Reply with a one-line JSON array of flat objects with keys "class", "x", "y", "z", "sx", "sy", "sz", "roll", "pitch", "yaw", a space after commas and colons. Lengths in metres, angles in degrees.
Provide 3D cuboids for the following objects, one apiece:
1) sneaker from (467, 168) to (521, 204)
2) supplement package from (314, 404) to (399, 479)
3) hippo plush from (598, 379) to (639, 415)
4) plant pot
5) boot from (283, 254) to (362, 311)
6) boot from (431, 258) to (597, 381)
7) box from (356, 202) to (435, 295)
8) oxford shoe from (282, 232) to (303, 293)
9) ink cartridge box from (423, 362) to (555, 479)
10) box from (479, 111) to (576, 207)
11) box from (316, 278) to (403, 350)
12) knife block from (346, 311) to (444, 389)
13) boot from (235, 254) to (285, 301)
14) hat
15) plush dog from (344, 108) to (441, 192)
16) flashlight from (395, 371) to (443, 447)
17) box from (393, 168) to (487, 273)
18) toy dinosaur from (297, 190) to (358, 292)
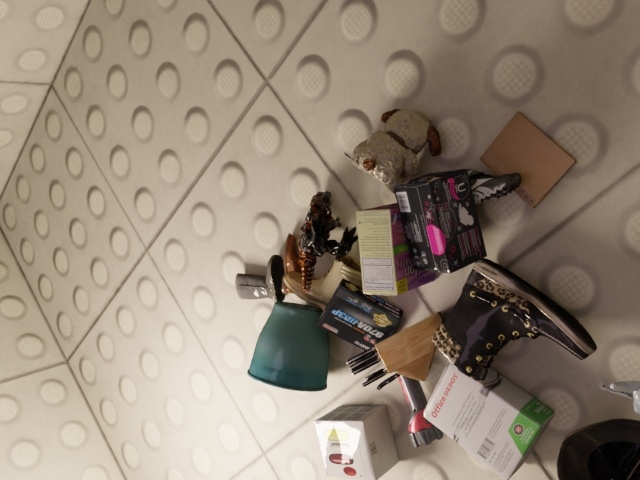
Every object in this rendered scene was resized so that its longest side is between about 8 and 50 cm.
[{"class": "sneaker", "x": 0.429, "y": -0.151, "z": 1.690, "sx": 0.234, "sy": 0.078, "sz": 0.106, "roll": -26, "pitch": 77, "yaw": 51}, {"class": "supplement package", "x": 0.117, "y": 0.654, "z": 2.050, "sx": 0.203, "sy": 0.149, "sz": 0.194, "roll": -13, "pitch": 90, "yaw": 38}, {"class": "hippo plush", "x": 0.823, "y": 0.309, "z": 1.426, "sx": 0.294, "sy": 0.234, "sz": 0.236, "roll": 30, "pitch": 85, "yaw": 15}, {"class": "plant pot", "x": -0.090, "y": 0.342, "z": 2.103, "sx": 0.272, "sy": 0.272, "sz": 0.255, "roll": 10, "pitch": 90, "yaw": 37}, {"class": "boot", "x": 0.018, "y": 0.119, "z": 2.057, "sx": 0.262, "sy": 0.095, "sz": 0.203, "roll": 32, "pitch": 117, "yaw": 19}, {"class": "boot", "x": 0.489, "y": 0.252, "z": 1.650, "sx": 0.377, "sy": 0.138, "sz": 0.284, "roll": 41, "pitch": 106, "yaw": 31}, {"class": "box", "x": 0.220, "y": 0.018, "z": 1.812, "sx": 0.117, "sy": 0.214, "sz": 0.242, "roll": 0, "pitch": 98, "yaw": 39}, {"class": "oxford shoe", "x": -0.091, "y": 0.080, "z": 2.180, "sx": 0.076, "sy": 0.076, "sz": 0.212, "roll": 1, "pitch": 98, "yaw": 9}, {"class": "ink cartridge box", "x": 0.464, "y": 0.484, "z": 1.759, "sx": 0.289, "sy": 0.122, "sz": 0.211, "roll": 35, "pitch": 118, "yaw": 29}, {"class": "box", "x": 0.537, "y": -0.210, "z": 1.642, "sx": 0.201, "sy": 0.021, "sz": 0.164, "roll": 49, "pitch": 124, "yaw": 22}, {"class": "box", "x": 0.123, "y": 0.243, "z": 1.975, "sx": 0.220, "sy": 0.051, "sz": 0.175, "roll": 29, "pitch": 118, "yaw": 0}, {"class": "knife block", "x": 0.217, "y": 0.314, "z": 1.862, "sx": 0.242, "sy": 0.088, "sz": 0.275, "roll": 16, "pitch": 91, "yaw": 16}, {"class": "boot", "x": -0.223, "y": 0.135, "z": 2.290, "sx": 0.209, "sy": 0.076, "sz": 0.189, "roll": 8, "pitch": 101, "yaw": 44}, {"class": "hat", "x": 0.754, "y": 0.536, "z": 1.531, "sx": 0.332, "sy": 0.134, "sz": 0.331, "roll": 9, "pitch": 114, "yaw": 21}, {"class": "plush dog", "x": 0.216, "y": -0.273, "z": 1.802, "sx": 0.262, "sy": 0.211, "sz": 0.225, "roll": 38, "pitch": 93, "yaw": 25}, {"class": "flashlight", "x": 0.276, "y": 0.471, "z": 1.931, "sx": 0.103, "sy": 0.103, "sz": 0.303, "roll": -24, "pitch": 78, "yaw": 12}, {"class": "box", "x": 0.320, "y": -0.053, "z": 1.688, "sx": 0.163, "sy": 0.142, "sz": 0.247, "roll": 3, "pitch": 110, "yaw": 61}, {"class": "toy dinosaur", "x": 0.000, "y": 0.000, "z": 2.002, "sx": 0.218, "sy": 0.165, "sz": 0.321, "roll": -8, "pitch": 88, "yaw": 61}]
